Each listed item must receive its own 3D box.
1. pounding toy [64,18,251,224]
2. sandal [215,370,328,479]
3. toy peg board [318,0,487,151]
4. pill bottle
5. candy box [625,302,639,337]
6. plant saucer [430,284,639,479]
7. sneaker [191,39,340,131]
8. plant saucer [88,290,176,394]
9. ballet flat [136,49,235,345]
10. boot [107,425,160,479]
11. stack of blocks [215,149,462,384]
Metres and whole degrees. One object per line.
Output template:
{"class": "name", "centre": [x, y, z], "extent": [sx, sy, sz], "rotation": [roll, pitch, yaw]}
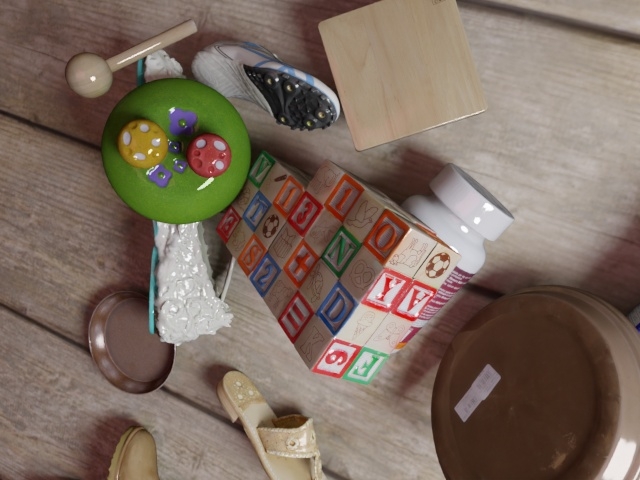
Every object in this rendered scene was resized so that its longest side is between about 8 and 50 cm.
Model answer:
{"class": "pounding toy", "centre": [-0.180, -0.131, 0.681], "extent": [0.183, 0.110, 0.236], "rotation": [-24, 100, -9]}
{"class": "sandal", "centre": [-0.048, 0.266, 0.811], "extent": [0.240, 0.088, 0.079], "rotation": [47, 116, 16]}
{"class": "toy peg board", "centre": [0.099, -0.206, 0.718], "extent": [0.161, 0.079, 0.161], "rotation": [-17, 90, 6]}
{"class": "pill bottle", "centre": [0.118, 0.023, 0.700], "extent": [0.121, 0.121, 0.221], "rotation": [44, 109, 11]}
{"class": "candy box", "centre": [0.433, 0.168, 0.595], "extent": [0.268, 0.122, 0.317], "rotation": [42, 110, 14]}
{"class": "plant saucer", "centre": [0.218, 0.175, 0.626], "extent": [0.278, 0.041, 0.277], "rotation": [-37, 41, 40]}
{"class": "sneaker", "centre": [-0.065, -0.209, 0.745], "extent": [0.237, 0.086, 0.085], "rotation": [28, 146, 30]}
{"class": "plant saucer", "centre": [-0.294, 0.161, 0.927], "extent": [0.169, 0.029, 0.168], "rotation": [3, 97, 22]}
{"class": "ballet flat", "centre": [-0.178, -0.055, 0.822], "extent": [0.147, 0.147, 0.408], "rotation": [4, 100, 21]}
{"class": "boot", "centre": [-0.185, 0.412, 0.882], "extent": [0.270, 0.089, 0.236], "rotation": [1, 74, 9]}
{"class": "stack of blocks", "centre": [0.000, 0.000, 0.677], "extent": [0.171, 0.087, 0.297], "rotation": [-57, 40, 11]}
